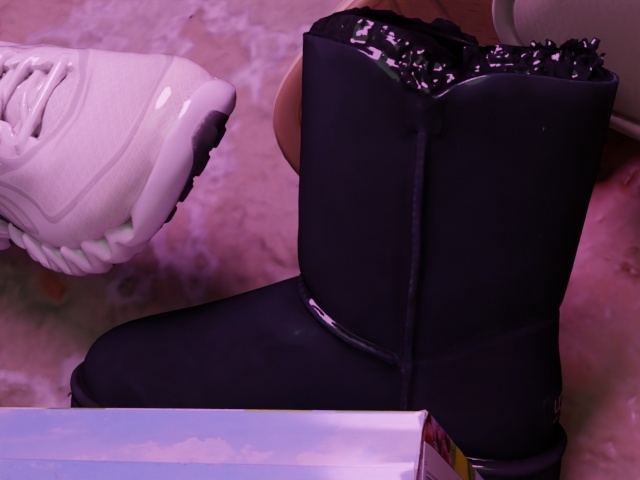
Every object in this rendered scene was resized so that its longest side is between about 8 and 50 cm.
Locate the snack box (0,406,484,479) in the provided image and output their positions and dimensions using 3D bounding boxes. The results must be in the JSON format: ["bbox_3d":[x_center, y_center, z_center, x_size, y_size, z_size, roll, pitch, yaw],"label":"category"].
[{"bbox_3d":[-0.017,0.126,0.439,0.174,0.207,0.070,-3,65,21],"label":"snack box"}]

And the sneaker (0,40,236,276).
[{"bbox_3d":[-0.154,-0.055,0.570,0.292,0.118,0.110,0,55,51],"label":"sneaker"}]

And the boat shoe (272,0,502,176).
[{"bbox_3d":[0.120,-0.139,0.584,0.341,0.121,0.110,-35,20,-3],"label":"boat shoe"}]

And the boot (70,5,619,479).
[{"bbox_3d":[0.000,0.000,0.502,0.246,0.094,0.207,7,107,19],"label":"boot"}]

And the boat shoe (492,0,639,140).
[{"bbox_3d":[0.245,-0.060,0.467,0.340,0.127,0.113,27,56,15],"label":"boat shoe"}]
